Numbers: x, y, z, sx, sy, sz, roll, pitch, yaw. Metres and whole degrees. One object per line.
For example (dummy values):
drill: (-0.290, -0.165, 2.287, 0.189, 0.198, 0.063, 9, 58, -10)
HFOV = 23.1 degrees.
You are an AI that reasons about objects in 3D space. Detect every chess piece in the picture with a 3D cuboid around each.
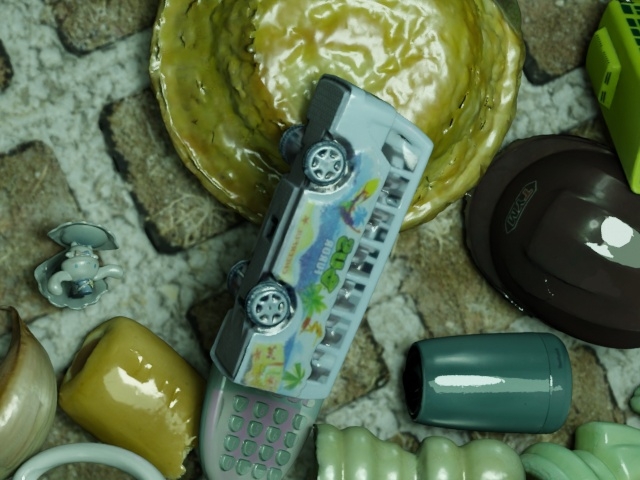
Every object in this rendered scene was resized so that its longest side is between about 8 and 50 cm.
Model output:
chess piece: (0.112, 0.275, 1.780, 0.243, 0.133, 0.133, 1, 91, -2)
chess piece: (0.377, 0.276, 1.876, 0.298, 0.176, 0.175, -23, 97, -26)

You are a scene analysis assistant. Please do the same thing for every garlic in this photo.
garlic: (-0.344, 0.191, 1.706, 0.115, 0.128, 0.206, 43, 75, -34)

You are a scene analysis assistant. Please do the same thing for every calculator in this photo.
calculator: (-0.054, 0.146, 1.759, 0.185, 0.041, 0.298, 24, 81, -50)

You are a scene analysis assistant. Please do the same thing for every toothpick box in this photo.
toothpick box: (0.192, 0.166, 1.827, 0.184, 0.120, 0.120, 1, 91, -12)

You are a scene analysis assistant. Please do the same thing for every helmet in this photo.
helmet: (0.324, 0.012, 1.809, 0.305, 0.177, 0.225, 22, 100, -16)

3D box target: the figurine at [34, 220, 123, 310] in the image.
figurine: (-0.264, 0.031, 1.726, 0.094, 0.082, 0.086, 13, 66, -20)

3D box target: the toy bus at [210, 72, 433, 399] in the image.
toy bus: (0.000, 0.000, 1.627, 0.136, 0.109, 0.329, 20, 98, -22)

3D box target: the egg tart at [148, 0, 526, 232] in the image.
egg tart: (0.028, -0.210, 1.745, 0.443, 0.178, 0.443, 0, 91, -12)

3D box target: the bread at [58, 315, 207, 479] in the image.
bread: (-0.201, 0.176, 1.745, 0.173, 0.085, 0.134, 38, 82, -13)

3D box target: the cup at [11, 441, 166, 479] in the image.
cup: (-0.294, 0.375, 1.617, 0.275, 0.259, 0.356, 14, 74, 20)

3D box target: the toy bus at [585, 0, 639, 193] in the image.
toy bus: (0.398, -0.170, 1.797, 0.150, 0.262, 0.128, 3, 128, -8)
